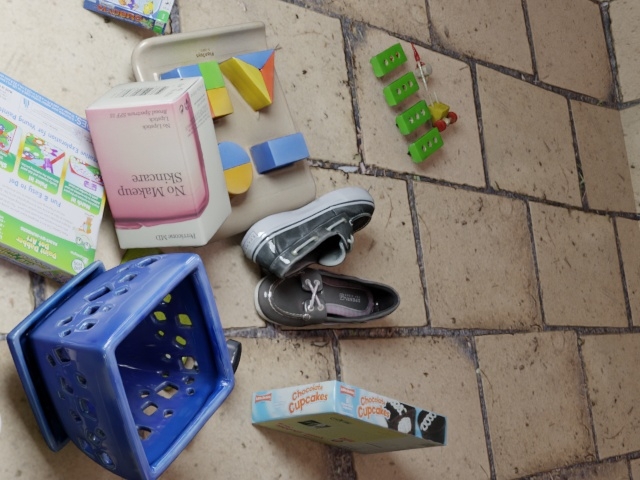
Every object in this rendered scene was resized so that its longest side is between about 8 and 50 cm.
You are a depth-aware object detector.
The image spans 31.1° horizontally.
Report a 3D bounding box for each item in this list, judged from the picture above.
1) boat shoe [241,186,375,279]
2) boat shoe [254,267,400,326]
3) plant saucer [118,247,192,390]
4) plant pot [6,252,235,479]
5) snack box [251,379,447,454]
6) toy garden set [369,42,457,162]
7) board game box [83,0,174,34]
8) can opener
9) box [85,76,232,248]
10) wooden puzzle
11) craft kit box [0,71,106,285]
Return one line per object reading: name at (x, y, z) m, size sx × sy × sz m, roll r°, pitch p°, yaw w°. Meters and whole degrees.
boat shoe at (0.000, 0.000, 2.077) m, size 0.335 × 0.121 × 0.119 m, roll -23°, pitch 65°, yaw -46°
boat shoe at (0.019, 0.100, 2.111) m, size 0.335 × 0.095 × 0.112 m, roll 7°, pitch 73°, yaw -50°
plant saucer at (-0.250, 0.109, 1.814) m, size 0.188 × 0.045 × 0.188 m, roll 48°, pitch 46°, yaw -31°
plant pot at (-0.282, 0.164, 1.592) m, size 0.236 × 0.212 × 0.236 m, roll -48°, pitch 133°, yaw -47°
snack box at (0.055, 0.314, 2.013) m, size 0.322 × 0.187 × 0.060 m, roll 25°, pitch 60°, yaw -45°
toy garden set at (0.201, -0.312, 2.515) m, size 0.204 × 0.049 × 0.244 m, roll -38°, pitch 107°, yaw -48°
board game box at (-0.296, -0.445, 1.891) m, size 0.136 × 0.035 × 0.201 m, roll 17°, pitch 60°, yaw -10°
can opener at (-0.191, 0.231, 1.840) m, size 0.059 × 0.073 × 0.186 m, roll 51°, pitch 53°, yaw -39°
box at (-0.242, -0.117, 1.746) m, size 0.127 × 0.149 × 0.232 m, roll -59°, pitch 142°, yaw -60°
wooden puzzle at (-0.140, -0.192, 1.955) m, size 0.322 × 0.080 × 0.347 m, roll -22°, pitch 98°, yaw -49°
craft kit box at (-0.420, -0.088, 1.661) m, size 0.250 × 0.061 × 0.246 m, roll 30°, pitch 53°, yaw -42°
